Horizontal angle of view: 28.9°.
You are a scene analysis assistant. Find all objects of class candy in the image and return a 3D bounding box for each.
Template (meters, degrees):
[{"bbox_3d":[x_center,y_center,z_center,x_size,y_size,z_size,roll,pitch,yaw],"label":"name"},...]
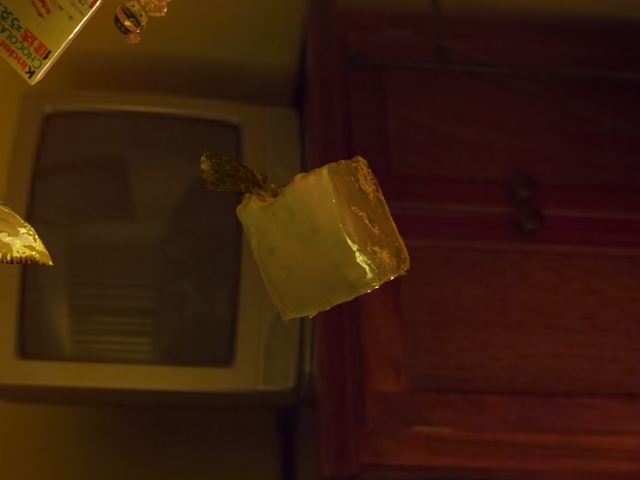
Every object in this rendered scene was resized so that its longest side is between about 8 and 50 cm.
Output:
[{"bbox_3d":[0.000,0.000,1.648,0.137,0.185,0.195,-29,-84,-59],"label":"candy"}]

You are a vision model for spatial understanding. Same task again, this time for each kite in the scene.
[{"bbox_3d":[-0.100,-0.101,2.404,0.152,0.285,0.015,-99,28,-58],"label":"kite"}]

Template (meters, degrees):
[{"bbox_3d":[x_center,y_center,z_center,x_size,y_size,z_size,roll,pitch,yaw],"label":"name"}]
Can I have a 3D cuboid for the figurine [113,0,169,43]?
[{"bbox_3d":[-0.326,-0.423,2.295,0.072,0.129,0.054,54,155,-15],"label":"figurine"}]

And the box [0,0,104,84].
[{"bbox_3d":[-0.541,-0.460,2.225,0.265,0.273,0.048,-43,7,33],"label":"box"}]

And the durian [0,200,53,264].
[{"bbox_3d":[-0.495,-0.040,1.575,0.185,0.305,0.195,-65,22,13],"label":"durian"}]
